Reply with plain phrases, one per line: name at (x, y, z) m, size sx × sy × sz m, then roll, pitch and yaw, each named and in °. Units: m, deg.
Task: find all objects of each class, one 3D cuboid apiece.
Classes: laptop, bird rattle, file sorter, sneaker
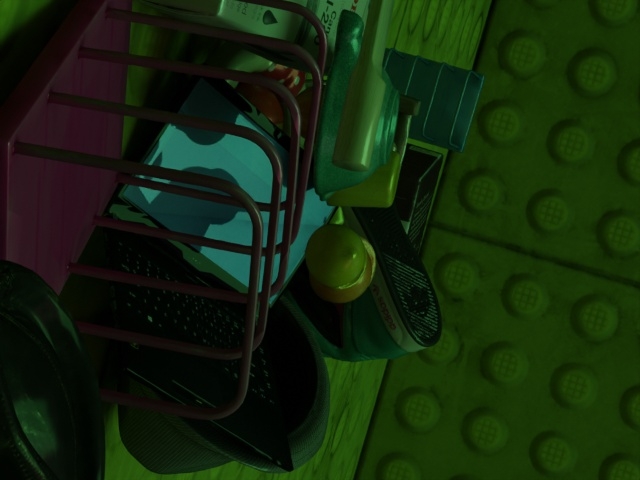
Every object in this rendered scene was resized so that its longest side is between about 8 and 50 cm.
laptop at (-0.066, 0.027, 1.287) m, size 0.234 × 0.136 × 0.264 m, roll 39°, pitch 28°, yaw -43°
bird rattle at (-0.049, -0.122, 1.400) m, size 0.207 × 0.143 × 0.254 m, roll -19°, pitch 124°, yaw -56°
file sorter at (0.132, -0.209, 2.104) m, size 0.104 × 0.170 × 0.118 m, roll 7°, pitch 100°, yaw -75°
sneaker at (0.000, 0.000, 1.554) m, size 0.123 × 0.178 × 0.296 m, roll -6°, pitch 74°, yaw -57°
file sorter at (-0.106, -0.040, 1.036) m, size 0.291 × 0.182 × 0.202 m, roll -74°, pitch 174°, yaw -56°

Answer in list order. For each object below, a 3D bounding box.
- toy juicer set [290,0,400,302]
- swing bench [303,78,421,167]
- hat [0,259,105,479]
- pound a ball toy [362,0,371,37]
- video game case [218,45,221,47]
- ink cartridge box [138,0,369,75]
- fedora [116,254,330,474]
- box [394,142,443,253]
toy juicer set at (0.011, -0.073, 1.224) m, size 0.329 × 0.089 × 0.209 m, roll 89°, pitch 14°, yaw -59°
swing bench at (0.000, -0.044, 1.735) m, size 0.255 × 0.165 × 0.253 m, roll -57°, pitch 161°, yaw -71°
hat at (-0.193, 0.108, 0.811) m, size 0.331 × 0.133 × 0.331 m, roll -5°, pitch 90°, yaw -86°
pound a ball toy at (0.049, -0.383, 1.521) m, size 0.208 × 0.135 × 0.319 m, roll -48°, pitch 154°, yaw -64°
video game case at (-0.124, -0.094, 1.418) m, size 0.119 × 0.015 × 0.166 m, roll 96°, pitch 16°, yaw -46°
ink cartridge box at (-0.041, -0.241, 1.240) m, size 0.218 × 0.092 × 0.159 m, roll 14°, pitch 93°, yaw -61°
fedora at (-0.115, 0.139, 1.409) m, size 0.124 × 0.243 × 0.275 m, roll -46°, pitch -170°, yaw 30°
box at (0.049, -0.029, 1.956) m, size 0.167 × 0.168 × 0.203 m, roll -46°, pitch 150°, yaw -68°
